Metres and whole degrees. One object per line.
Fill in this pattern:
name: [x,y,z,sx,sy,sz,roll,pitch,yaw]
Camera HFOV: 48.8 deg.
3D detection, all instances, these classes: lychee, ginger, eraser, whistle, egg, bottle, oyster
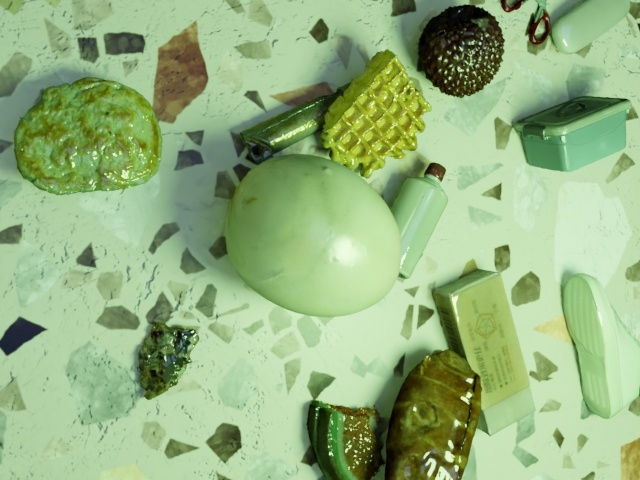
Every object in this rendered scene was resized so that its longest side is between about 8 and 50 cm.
lychee: [0.290,-0.385,1.449,0.187,0.188,0.188,-1,93,-22]
ginger: [0.221,0.437,1.458,0.176,0.254,0.419,11,70,9]
eraser: [0.366,0.245,1.561,0.144,0.078,0.344,-21,101,-19]
whistle: [-0.006,-0.247,1.392,0.326,0.057,0.068,-29,97,-19]
egg: [0.000,0.000,1.288,0.345,0.283,0.283,26,83,-30]
bottle: [0.191,-0.049,1.459,0.104,0.104,0.245,30,82,-21]
oyster: [-0.288,0.228,1.308,0.103,0.051,0.148,14,98,-15]

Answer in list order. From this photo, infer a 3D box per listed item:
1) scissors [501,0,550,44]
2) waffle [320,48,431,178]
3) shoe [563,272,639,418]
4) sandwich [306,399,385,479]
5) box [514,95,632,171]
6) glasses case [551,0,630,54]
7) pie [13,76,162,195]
scissors: [0.517,-0.578,1.612,0.144,0.017,0.248,41,76,-20]
waffle: [0.116,-0.228,1.414,0.229,0.057,0.219,-49,133,2]
shoe: [0.689,0.232,1.666,0.160,0.131,0.363,-20,104,-19]
sandwich: [0.063,0.436,1.445,0.159,0.079,0.235,-9,96,-22]
box: [0.566,-0.246,1.576,0.226,0.162,0.130,-24,112,-19]
glasses case: [0.628,-0.516,1.635,0.233,0.059,0.092,-38,107,-16]
pie: [-0.398,-0.178,1.221,0.247,0.090,0.201,-7,85,-22]
